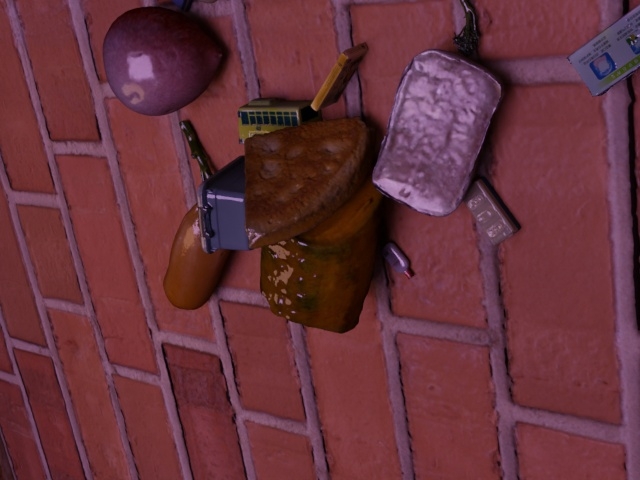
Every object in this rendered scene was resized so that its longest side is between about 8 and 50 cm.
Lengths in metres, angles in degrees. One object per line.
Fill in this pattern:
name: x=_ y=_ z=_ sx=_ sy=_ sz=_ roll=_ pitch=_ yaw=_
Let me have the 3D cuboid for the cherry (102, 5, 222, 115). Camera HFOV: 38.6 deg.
cherry: x=-0.345 y=-0.383 z=1.955 sx=0.239 sy=0.206 sz=0.240 roll=12 pitch=107 yaw=43

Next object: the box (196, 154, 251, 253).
box: x=-0.170 y=-0.075 z=1.954 sx=0.130 sy=0.227 sz=0.162 roll=7 pitch=116 yaw=20

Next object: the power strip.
power strip: x=0.309 y=-0.055 z=1.679 sx=0.056 sy=0.032 sz=0.123 roll=-39 pitch=83 yaw=43

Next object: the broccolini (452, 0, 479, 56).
broccolini: x=0.233 y=-0.414 z=1.575 sx=0.052 sy=0.054 sz=0.194 roll=-19 pitch=91 yaw=14

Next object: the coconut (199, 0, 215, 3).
coconut: x=-0.195 y=-0.601 z=1.647 sx=0.352 sy=0.352 sz=0.353 roll=19 pitch=122 yaw=33

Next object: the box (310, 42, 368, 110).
box: x=0.037 y=-0.314 z=1.756 sx=0.020 sy=0.073 sz=0.149 roll=45 pitch=133 yaw=12

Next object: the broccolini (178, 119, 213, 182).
broccolini: x=-0.274 y=-0.175 z=2.117 sx=0.067 sy=0.058 sz=0.216 roll=-27 pitch=83 yaw=7

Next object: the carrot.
carrot: x=0.000 y=0.000 z=1.827 sx=0.241 sy=0.241 sz=0.341 roll=27 pitch=127 yaw=28

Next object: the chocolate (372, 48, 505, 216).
chocolate: x=0.216 y=-0.196 z=1.643 sx=0.185 sy=0.100 sz=0.303 roll=31 pitch=127 yaw=20

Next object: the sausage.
sausage: x=-0.283 y=0.031 z=2.138 sx=0.134 sy=0.116 sz=0.354 roll=16 pitch=138 yaw=-8

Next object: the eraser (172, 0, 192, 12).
eraser: x=-0.280 y=-0.587 z=1.919 sx=0.082 sy=0.036 sz=0.225 roll=45 pitch=132 yaw=13

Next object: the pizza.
pizza: x=-0.015 y=-0.107 z=1.719 sx=0.257 sy=0.268 sz=0.087 roll=-10 pitch=139 yaw=10

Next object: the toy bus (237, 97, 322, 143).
toy bus: x=-0.086 y=-0.243 z=1.887 sx=0.175 sy=0.088 sz=0.101 roll=7 pitch=113 yaw=36

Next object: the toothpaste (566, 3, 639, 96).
toothpaste: x=0.522 y=-0.335 z=1.338 sx=0.336 sy=0.067 sz=0.081 roll=-36 pitch=85 yaw=44

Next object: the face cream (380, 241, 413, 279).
face cream: x=0.159 y=0.043 z=1.862 sx=0.083 sy=0.021 sz=0.040 roll=52 pitch=134 yaw=9
